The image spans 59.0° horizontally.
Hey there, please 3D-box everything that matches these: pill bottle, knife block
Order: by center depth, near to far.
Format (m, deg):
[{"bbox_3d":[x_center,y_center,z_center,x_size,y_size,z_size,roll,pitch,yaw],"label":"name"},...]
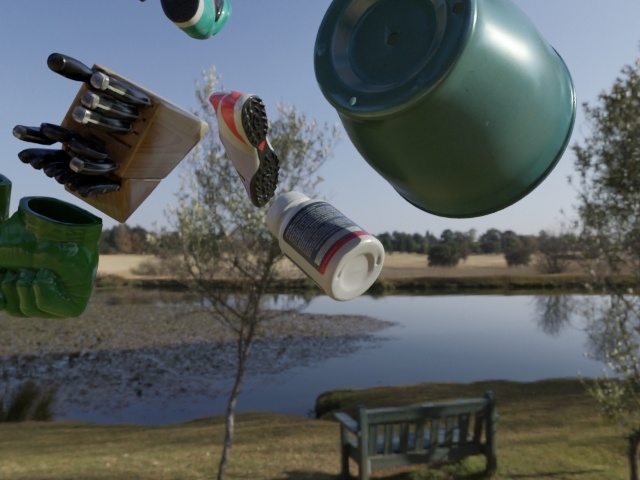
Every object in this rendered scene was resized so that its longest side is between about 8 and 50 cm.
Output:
[{"bbox_3d":[-0.217,-0.147,0.645,0.088,0.276,0.242,31,-39,-1],"label":"knife block"},{"bbox_3d":[0.000,0.000,0.853,0.108,0.108,0.180,0,30,-44],"label":"pill bottle"}]

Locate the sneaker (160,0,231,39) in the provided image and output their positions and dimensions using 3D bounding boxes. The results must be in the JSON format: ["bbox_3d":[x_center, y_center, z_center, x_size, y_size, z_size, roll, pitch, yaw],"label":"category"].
[{"bbox_3d":[-0.269,-0.561,1.219,0.123,0.296,0.178,-7,-10,9],"label":"sneaker"}]

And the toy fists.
[{"bbox_3d":[-0.390,0.007,0.685,0.279,0.142,0.096,20,16,16],"label":"toy fists"}]

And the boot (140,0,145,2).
[{"bbox_3d":[-0.018,-0.249,0.417,0.280,0.096,0.264,-31,13,9],"label":"boot"}]

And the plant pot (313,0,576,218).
[{"bbox_3d":[0.131,-0.186,0.666,0.271,0.272,0.255,-5,-14,34],"label":"plant pot"}]

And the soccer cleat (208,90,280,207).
[{"bbox_3d":[-0.178,-0.215,1.347,0.116,0.109,0.318,21,-36,24],"label":"soccer cleat"}]
